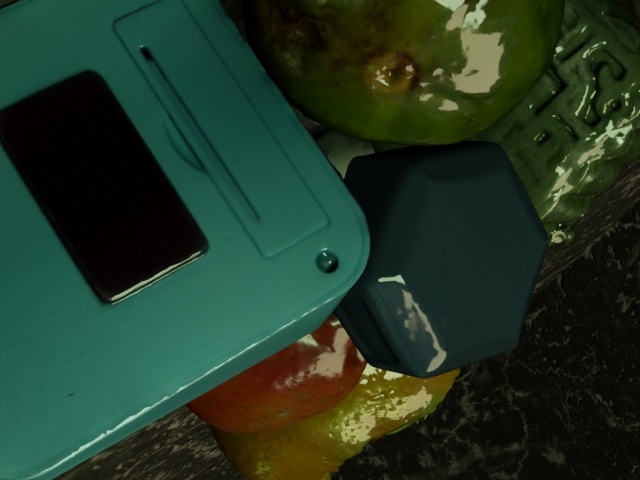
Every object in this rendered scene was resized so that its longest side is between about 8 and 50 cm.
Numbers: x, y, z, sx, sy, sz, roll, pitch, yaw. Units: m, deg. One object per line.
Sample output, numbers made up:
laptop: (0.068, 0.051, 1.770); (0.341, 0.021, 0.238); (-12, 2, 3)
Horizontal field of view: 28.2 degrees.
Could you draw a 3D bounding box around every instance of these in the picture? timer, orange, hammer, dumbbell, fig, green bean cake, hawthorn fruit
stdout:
timer: (-0.129, -0.011, 0.684); (0.250, 0.232, 0.091); (-28, 168, -24)
orange: (-0.004, 0.117, 1.374); (0.334, 0.262, 0.196); (-31, 147, 19)
hammer: (0.015, -0.059, 1.241); (0.116, 0.069, 0.194); (-32, 174, -16)
dumbbell: (0.000, 0.000, 0.896); (0.160, 0.144, 0.325); (-11, -168, -37)
fig: (0.050, -0.160, 0.794); (0.195, 0.195, 0.245); (-39, -160, 17)
green bean cake: (0.162, -0.114, 1.051); (0.227, 0.222, 0.125); (-45, 164, 24)
hawthorn fruit: (-0.037, 0.069, 1.142); (0.210, 0.210, 0.262); (-27, -173, -31)

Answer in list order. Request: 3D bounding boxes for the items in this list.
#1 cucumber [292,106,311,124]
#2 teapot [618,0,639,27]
cucumber: (-0.008, -0.127, 0.934); (0.064, 0.064, 0.112); (-22, 163, -43)
teapot: (0.457, -0.246, 1.286); (0.376, 0.306, 0.361); (-9, 174, 36)
